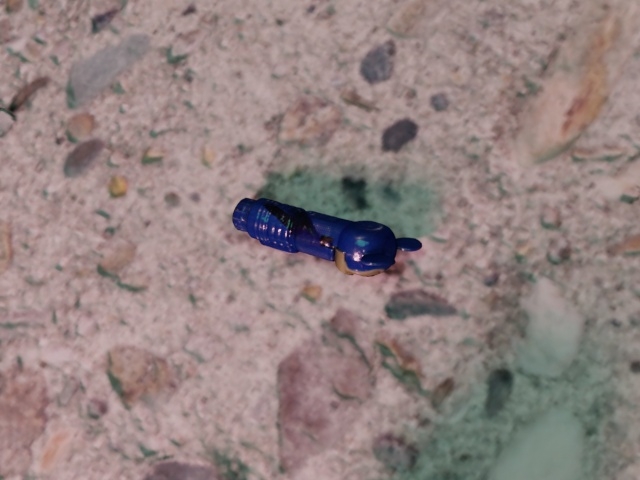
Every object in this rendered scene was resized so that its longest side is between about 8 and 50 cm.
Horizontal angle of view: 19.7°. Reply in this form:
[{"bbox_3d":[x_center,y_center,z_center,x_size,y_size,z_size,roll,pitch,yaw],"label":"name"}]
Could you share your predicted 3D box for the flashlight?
[{"bbox_3d":[0.000,0.000,1.143,0.121,0.057,0.035,14,112,27],"label":"flashlight"}]
